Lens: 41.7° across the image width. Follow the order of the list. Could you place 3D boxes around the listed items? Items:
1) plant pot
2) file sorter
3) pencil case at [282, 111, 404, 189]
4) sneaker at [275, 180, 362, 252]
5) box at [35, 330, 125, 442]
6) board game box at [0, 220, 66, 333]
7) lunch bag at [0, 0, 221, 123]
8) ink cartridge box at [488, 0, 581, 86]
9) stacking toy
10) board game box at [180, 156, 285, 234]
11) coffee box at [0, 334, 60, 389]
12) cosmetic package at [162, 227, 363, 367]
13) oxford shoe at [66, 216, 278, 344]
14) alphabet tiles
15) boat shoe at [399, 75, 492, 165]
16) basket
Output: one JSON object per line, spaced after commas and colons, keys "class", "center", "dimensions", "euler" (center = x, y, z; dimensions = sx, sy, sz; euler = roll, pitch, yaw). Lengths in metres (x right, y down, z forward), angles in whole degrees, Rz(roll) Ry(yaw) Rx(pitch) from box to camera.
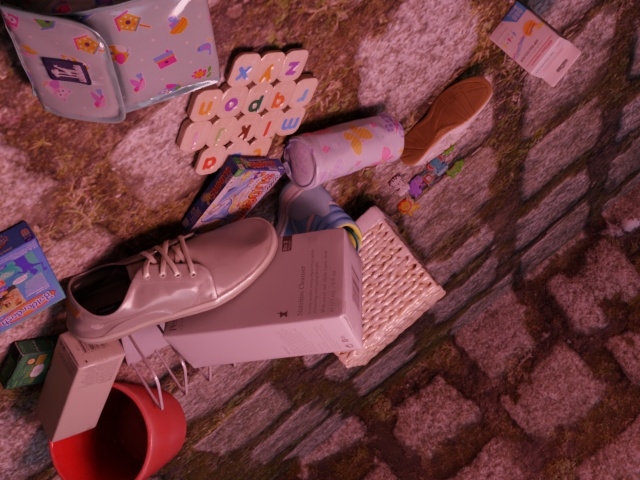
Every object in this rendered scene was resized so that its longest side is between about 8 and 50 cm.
{"class": "plant pot", "center": [-0.461, 0.457, 2.002], "dimensions": [0.275, 0.275, 0.243], "euler": [-46, 164, 11]}
{"class": "file sorter", "center": [-0.295, 0.228, 1.928], "dimensions": [0.277, 0.173, 0.193], "euler": [-29, 153, -23]}
{"class": "pencil case", "center": [0.052, -0.192, 1.797], "dimensions": [0.273, 0.113, 0.124], "euler": [-21, 168, -33]}
{"class": "sneaker", "center": [0.000, 0.000, 1.909], "dimensions": [0.127, 0.208, 0.319], "euler": [-36, 161, -13]}
{"class": "box", "center": [-0.503, 0.297, 1.749], "dimensions": [0.113, 0.094, 0.275], "euler": [-13, 145, -43]}
{"class": "board game box", "center": [-0.553, 0.075, 1.479], "dimensions": [0.160, 0.047, 0.210], "euler": [-31, 152, -19]}
{"class": "lunch bag", "center": [-0.286, -0.285, 1.149], "dimensions": [0.262, 0.160, 0.223], "euler": [-22, 154, -12]}
{"class": "ink cartridge box", "center": [0.484, -0.443, 1.898], "dimensions": [0.061, 0.181, 0.104], "euler": [-1, 134, -53]}
{"class": "stacking toy", "center": [0.281, -0.172, 2.216], "dimensions": [0.221, 0.052, 0.167], "euler": [-42, 156, -1]}
{"class": "board game box", "center": [-0.178, -0.090, 1.707], "dimensions": [0.136, 0.035, 0.201], "euler": [-6, 146, -50]}
{"class": "coffee box", "center": [-0.563, 0.247, 1.746], "dimensions": [0.184, 0.040, 0.113], "euler": [-5, 138, -50]}
{"class": "cosmetic package", "center": [-0.112, 0.122, 1.737], "dimensions": [0.385, 0.217, 0.156], "euler": [-9, 145, 14]}
{"class": "oxford shoe", "center": [-0.293, 0.064, 1.649], "dimensions": [0.449, 0.169, 0.130], "euler": [-23, 140, -9]}
{"class": "alphabet tiles", "center": [-0.133, -0.242, 1.572], "dimensions": [0.284, 0.021, 0.278], "euler": [-16, 145, -40]}
{"class": "boat shoe", "center": [0.307, -0.284, 2.022], "dimensions": [0.277, 0.098, 0.096], "euler": [-41, 156, 23]}
{"class": "basket", "center": [0.122, 0.124, 2.154], "dimensions": [0.331, 0.266, 0.328], "euler": [-42, 167, 4]}
